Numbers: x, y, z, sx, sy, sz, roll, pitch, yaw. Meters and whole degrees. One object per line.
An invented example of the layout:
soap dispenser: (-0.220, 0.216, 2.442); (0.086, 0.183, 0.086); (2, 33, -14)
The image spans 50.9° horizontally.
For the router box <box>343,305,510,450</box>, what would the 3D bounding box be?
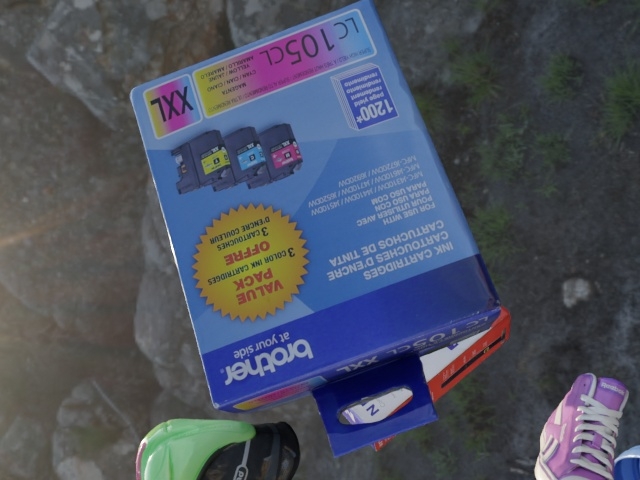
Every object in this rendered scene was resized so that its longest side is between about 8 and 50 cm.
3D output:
router box: (0.098, 0.136, 1.158); (0.335, 0.301, 0.082); (41, 157, 36)

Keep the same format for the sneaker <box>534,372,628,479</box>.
sneaker: (0.386, 0.279, 0.967); (0.161, 0.102, 0.282); (-66, -6, 16)

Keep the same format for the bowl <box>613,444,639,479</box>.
bowl: (0.674, 0.495, 1.118); (0.391, 0.077, 0.391); (49, 163, 21)

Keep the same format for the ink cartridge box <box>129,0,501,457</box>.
ink cartridge box: (0.000, 0.000, 0.667); (0.151, 0.269, 0.396); (58, -169, -74)

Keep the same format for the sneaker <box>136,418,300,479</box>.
sneaker: (-0.074, 0.399, 0.756); (0.185, 0.202, 0.483); (-116, 20, -56)
